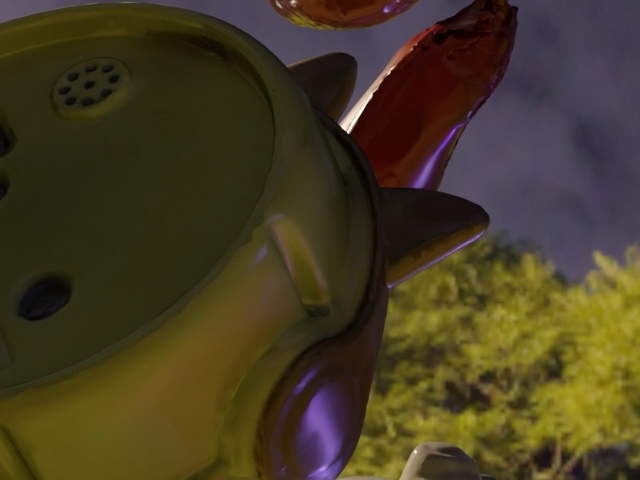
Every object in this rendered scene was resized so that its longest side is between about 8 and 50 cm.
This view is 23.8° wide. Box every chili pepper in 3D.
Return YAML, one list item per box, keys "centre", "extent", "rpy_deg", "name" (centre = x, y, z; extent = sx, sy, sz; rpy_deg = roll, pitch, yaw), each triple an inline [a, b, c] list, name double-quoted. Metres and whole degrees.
- centre: [0.000, 0.000, 0.938]
  extent: [0.110, 0.110, 0.387]
  rpy_deg: [26, -56, -15]
  name: "chili pepper"

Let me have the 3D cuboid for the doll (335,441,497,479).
- centre: [0.081, 0.210, 1.022]
  extent: [0.242, 0.311, 0.160]
  rpy_deg: [34, -83, 19]
  name: "doll"

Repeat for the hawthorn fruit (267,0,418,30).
- centre: [0.048, -0.263, 1.045]
  extent: [0.243, 0.207, 0.207]
  rpy_deg: [-28, -51, -2]
  name: "hawthorn fruit"

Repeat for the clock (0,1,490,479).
- centre: [-0.115, 0.016, 0.639]
  extent: [0.348, 0.286, 0.117]
  rpy_deg: [-27, -46, -8]
  name: "clock"
